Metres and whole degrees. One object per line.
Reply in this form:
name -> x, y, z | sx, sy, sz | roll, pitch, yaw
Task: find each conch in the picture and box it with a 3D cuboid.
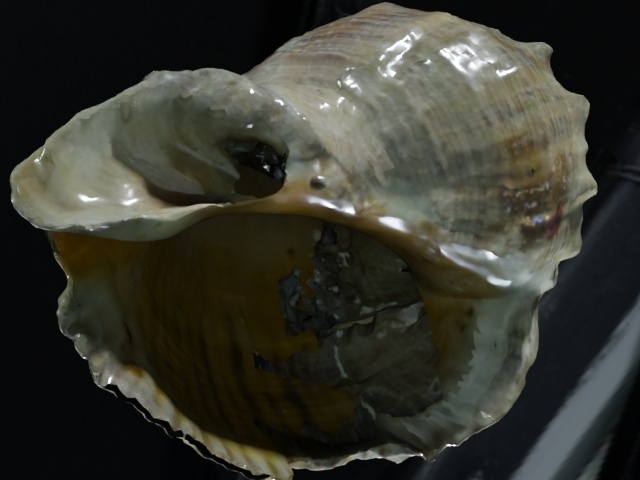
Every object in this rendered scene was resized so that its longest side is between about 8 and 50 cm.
conch -> 0.000, 0.000, 0.443 | 0.245, 0.163, 0.178 | -2, -109, -36
